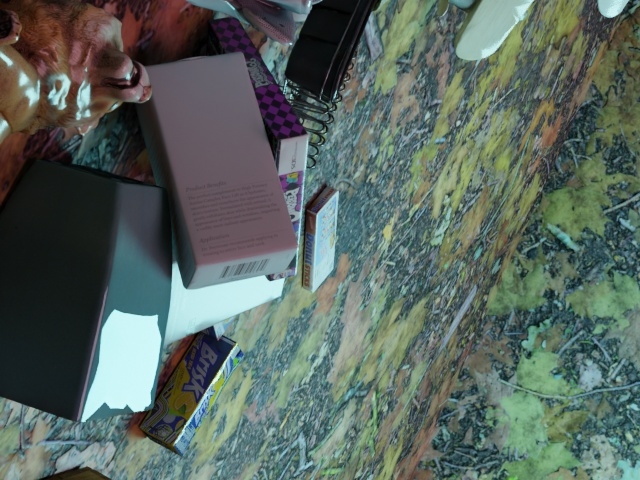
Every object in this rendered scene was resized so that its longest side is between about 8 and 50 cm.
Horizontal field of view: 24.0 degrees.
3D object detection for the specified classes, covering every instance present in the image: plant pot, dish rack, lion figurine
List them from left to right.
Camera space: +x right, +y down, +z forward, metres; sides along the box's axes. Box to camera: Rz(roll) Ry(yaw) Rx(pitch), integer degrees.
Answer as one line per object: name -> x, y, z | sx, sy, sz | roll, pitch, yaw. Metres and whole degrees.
lion figurine -> -0.321, -0.083, 1.273 | 0.392, 0.142, 0.240 | -44, 163, -15
plant pot -> -0.251, 0.043, 1.532 | 0.166, 0.165, 0.234 | 2, 103, -69
dish rack -> -0.004, -0.184, 1.776 | 0.271, 0.074, 0.208 | 106, 5, -53

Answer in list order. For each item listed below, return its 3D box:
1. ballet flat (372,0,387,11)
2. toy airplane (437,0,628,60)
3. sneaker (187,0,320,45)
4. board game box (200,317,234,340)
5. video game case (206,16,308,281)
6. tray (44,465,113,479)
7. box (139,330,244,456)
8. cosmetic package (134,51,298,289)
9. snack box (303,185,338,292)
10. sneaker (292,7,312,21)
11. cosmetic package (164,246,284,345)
ballet flat -> 0.069, -0.356, 2.015 | 0.052, 0.057, 0.168 | -52, 158, -8
toy airplane -> 0.318, -0.473, 2.189 | 0.386, 0.272, 0.384 | -31, 143, 1
sneaker -> -0.115, -0.280, 1.389 | 0.366, 0.210, 0.137 | -14, 126, -68
board game box -> -0.127, 0.027, 2.001 | 0.136, 0.035, 0.201 | -55, 158, -25
video game case -> -0.078, -0.106, 1.714 | 0.042, 0.232, 0.210 | -12, 135, -18
tray -> -0.383, 0.490, 1.852 | 0.203, 0.076, 0.411 | -5, 117, -67
box -> -0.175, 0.205, 2.057 | 0.169, 0.059, 0.054 | -58, 161, -18
cosmetic package -> -0.113, -0.074, 1.591 | 0.117, 0.231, 0.085 | -10, 162, -18
snack box -> 0.000, 0.000, 2.312 | 0.064, 0.022, 0.178 | -48, 155, -37
sneaker -> 0.028, -0.387, 1.822 | 0.226, 0.086, 0.163 | -50, 158, -34
cosmetic package -> -0.146, 0.030, 1.798 | 0.238, 0.107, 0.127 | -21, 133, -43
